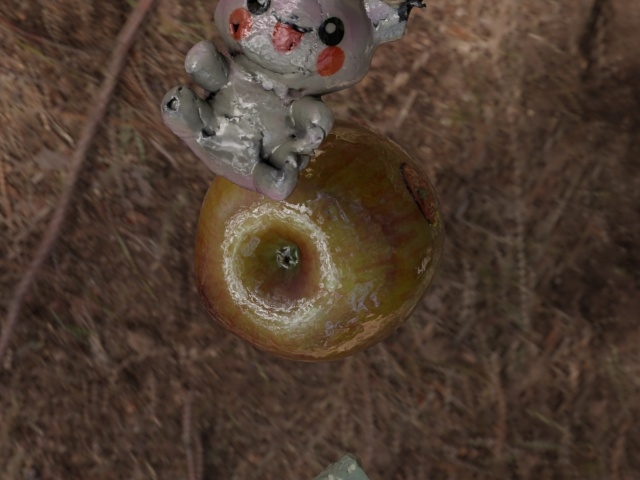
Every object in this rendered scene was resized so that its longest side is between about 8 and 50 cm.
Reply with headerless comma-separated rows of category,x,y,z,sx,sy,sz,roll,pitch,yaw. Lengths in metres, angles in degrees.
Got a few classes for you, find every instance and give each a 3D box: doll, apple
doll,-0.029,-0.129,1.188,0.149,0.095,0.192,29,102,5
apple,0.000,0.000,1.380,0.188,0.211,0.211,-41,135,-60

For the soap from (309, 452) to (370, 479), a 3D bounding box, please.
soap,-0.062,0.126,0.304,0.198,0.063,0.114,-18,137,-35
